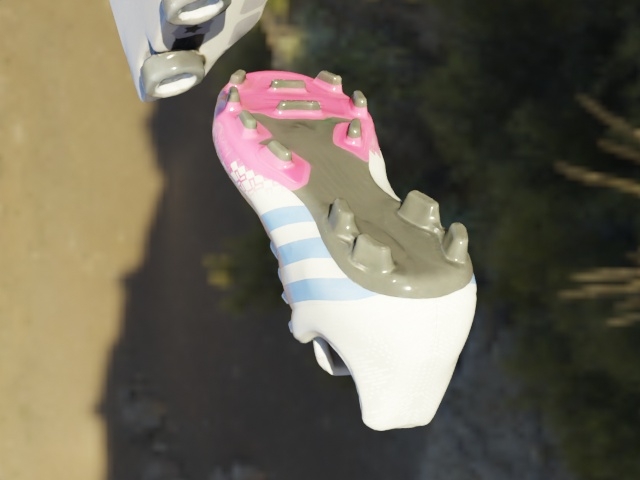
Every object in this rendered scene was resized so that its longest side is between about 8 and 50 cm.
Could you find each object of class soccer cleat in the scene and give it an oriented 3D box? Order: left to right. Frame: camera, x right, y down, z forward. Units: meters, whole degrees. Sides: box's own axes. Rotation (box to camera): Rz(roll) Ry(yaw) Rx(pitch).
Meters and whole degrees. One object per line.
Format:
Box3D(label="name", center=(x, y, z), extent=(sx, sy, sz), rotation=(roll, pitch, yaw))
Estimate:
Box3D(label="soccer cleat", center=(0.000, 0.000, 1.283), extent=(0.331, 0.116, 0.143), rotation=(-123, 36, -56))

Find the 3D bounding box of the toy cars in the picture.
Box3D(label="toy cars", center=(-0.064, -0.237, 0.964), extent=(0.176, 0.087, 0.393), rotation=(-126, 27, -54))
